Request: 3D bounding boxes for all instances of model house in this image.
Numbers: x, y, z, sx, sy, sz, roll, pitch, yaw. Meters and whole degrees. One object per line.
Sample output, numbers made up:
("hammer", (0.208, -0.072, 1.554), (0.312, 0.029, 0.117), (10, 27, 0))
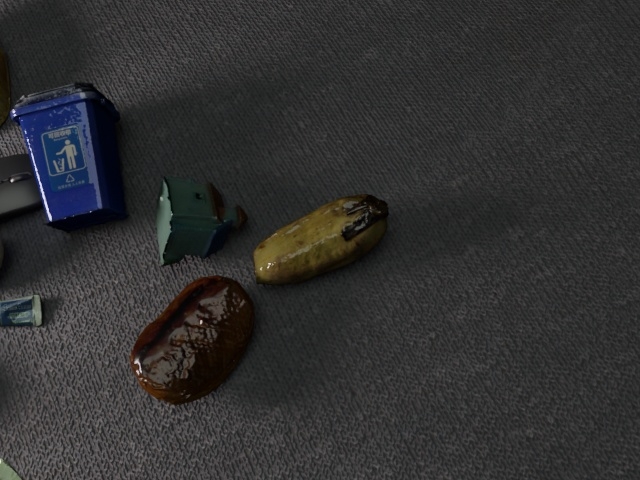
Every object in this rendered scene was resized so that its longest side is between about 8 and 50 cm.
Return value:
("model house", (-0.206, -0.036, 1.339), (0.149, 0.119, 0.148), (3, 44, -19))

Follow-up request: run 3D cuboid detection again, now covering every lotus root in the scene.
("lotus root", (0.000, 0.000, 1.307), (0.258, 0.097, 0.110), (-24, 63, 4))

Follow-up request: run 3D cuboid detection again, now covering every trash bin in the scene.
("trash bin", (-0.431, -0.143, 1.364), (0.163, 0.184, 0.234), (-14, 82, 3))

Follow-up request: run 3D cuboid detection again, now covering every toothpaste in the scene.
("toothpaste", (-0.585, 0.129, 1.338), (0.197, 0.035, 0.057), (-5, 86, 1))

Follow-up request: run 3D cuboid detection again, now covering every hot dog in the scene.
("hot dog", (-0.207, 0.159, 1.261), (0.160, 0.099, 0.227), (40, 77, 16))

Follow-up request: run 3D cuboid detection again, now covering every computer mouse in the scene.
("computer mouse", (-0.609, -0.084, 1.403), (0.232, 0.057, 0.120), (-19, 70, -2))

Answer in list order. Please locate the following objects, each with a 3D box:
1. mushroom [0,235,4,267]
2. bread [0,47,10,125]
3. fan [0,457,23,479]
("mushroom", (-0.630, 0.021, 1.322), (0.154, 0.122, 0.154), (-1, 98, -5))
("bread", (-0.703, -0.321, 1.459), (0.179, 0.133, 0.250), (-10, 71, -3))
("fan", (-0.518, 0.460, 1.228), (0.131, 0.009, 0.240), (-11, 69, -2))
